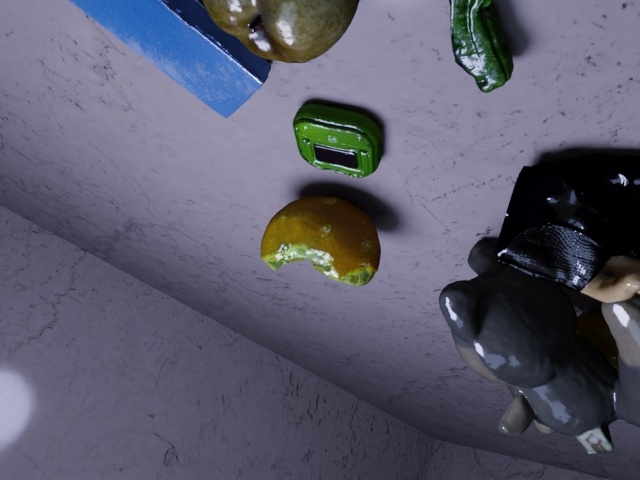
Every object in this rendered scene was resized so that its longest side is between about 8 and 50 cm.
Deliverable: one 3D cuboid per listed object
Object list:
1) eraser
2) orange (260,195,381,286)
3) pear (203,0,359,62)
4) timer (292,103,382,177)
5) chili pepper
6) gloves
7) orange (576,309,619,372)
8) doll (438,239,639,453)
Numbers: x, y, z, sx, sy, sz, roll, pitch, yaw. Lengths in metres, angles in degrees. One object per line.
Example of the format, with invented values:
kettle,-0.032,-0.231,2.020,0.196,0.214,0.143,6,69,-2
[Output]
eraser,-0.224,-0.302,0.665,0.311,0.043,0.144,35,154,-24
orange,-0.002,-0.006,0.915,0.237,0.159,0.179,9,-170,40
pear,-0.042,-0.258,0.481,0.167,0.137,0.167,23,175,2
timer,0.026,-0.151,0.748,0.140,0.047,0.128,16,155,15
chili pepper,0.162,-0.230,0.470,0.073,0.050,0.182,20,154,23
gloves,0.380,-0.016,0.597,0.152,0.197,0.301,-1,-163,-45
orange,0.550,0.208,0.923,0.154,0.134,0.155,13,151,7
doll,0.399,0.146,0.792,0.378,0.252,0.382,-32,104,40
